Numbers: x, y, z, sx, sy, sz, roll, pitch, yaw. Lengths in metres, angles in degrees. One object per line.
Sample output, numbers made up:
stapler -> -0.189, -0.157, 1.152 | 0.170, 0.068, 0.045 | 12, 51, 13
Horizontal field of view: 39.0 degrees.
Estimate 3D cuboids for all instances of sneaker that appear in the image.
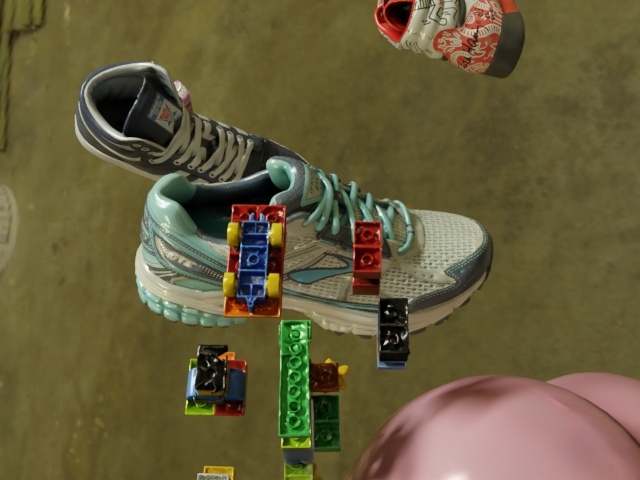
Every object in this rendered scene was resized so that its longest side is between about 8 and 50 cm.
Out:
sneaker -> -0.130, -0.105, 0.976 | 0.153, 0.282, 0.099 | 136, 151, -74
sneaker -> 0.000, 0.000, 0.690 | 0.110, 0.283, 0.122 | -101, 12, -46
sneaker -> 0.136, -0.286, 1.037 | 0.270, 0.145, 0.090 | -94, 21, -50

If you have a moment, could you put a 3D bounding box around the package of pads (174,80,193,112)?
package of pads -> -0.203, -0.183, 1.253 | 0.032, 0.083, 0.050 | 44, 78, 7

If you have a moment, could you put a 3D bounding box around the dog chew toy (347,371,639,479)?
dog chew toy -> 0.172, 0.179, 0.591 | 0.207, 0.332, 0.206 | 6, 98, 49

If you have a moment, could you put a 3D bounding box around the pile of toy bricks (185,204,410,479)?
pile of toy bricks -> -0.012, 0.091, 0.508 | 0.118, 0.105, 0.212 | 2, 63, 2
